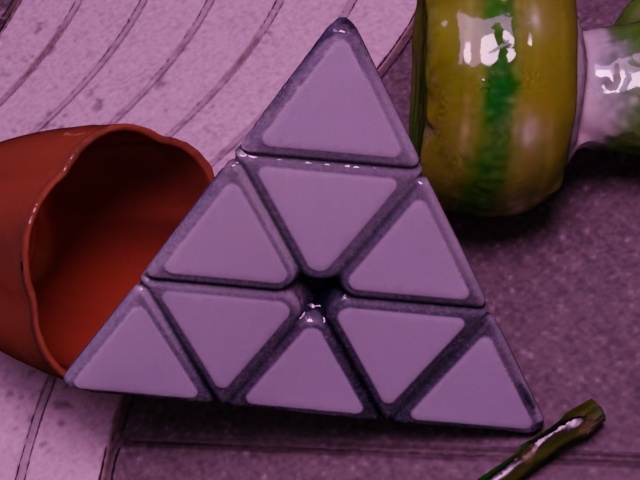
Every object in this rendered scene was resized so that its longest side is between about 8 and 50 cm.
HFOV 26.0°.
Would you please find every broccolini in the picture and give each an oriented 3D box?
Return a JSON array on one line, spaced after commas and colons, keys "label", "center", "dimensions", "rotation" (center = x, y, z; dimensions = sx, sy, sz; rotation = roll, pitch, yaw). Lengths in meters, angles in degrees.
[{"label": "broccolini", "center": [0.074, 0.177, 0.853], "dimensions": [0.254, 0.057, 0.071], "rotation": [-39, 96, -6]}]

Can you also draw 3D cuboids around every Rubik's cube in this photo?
[{"label": "Rubik's cube", "center": [0.001, -0.001, 0.902], "dimensions": [0.229, 0.233, 0.228], "rotation": [1, 84, 44]}]

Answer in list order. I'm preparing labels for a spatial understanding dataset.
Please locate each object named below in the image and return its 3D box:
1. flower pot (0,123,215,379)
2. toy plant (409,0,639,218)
[{"label": "flower pot", "center": [-0.188, 0.003, 0.988], "dimensions": [0.173, 0.190, 0.191], "rotation": [10, 60, 39]}, {"label": "toy plant", "center": [0.221, -0.108, 0.952], "dimensions": [0.316, 0.184, 0.224], "rotation": [3, 61, 1]}]
